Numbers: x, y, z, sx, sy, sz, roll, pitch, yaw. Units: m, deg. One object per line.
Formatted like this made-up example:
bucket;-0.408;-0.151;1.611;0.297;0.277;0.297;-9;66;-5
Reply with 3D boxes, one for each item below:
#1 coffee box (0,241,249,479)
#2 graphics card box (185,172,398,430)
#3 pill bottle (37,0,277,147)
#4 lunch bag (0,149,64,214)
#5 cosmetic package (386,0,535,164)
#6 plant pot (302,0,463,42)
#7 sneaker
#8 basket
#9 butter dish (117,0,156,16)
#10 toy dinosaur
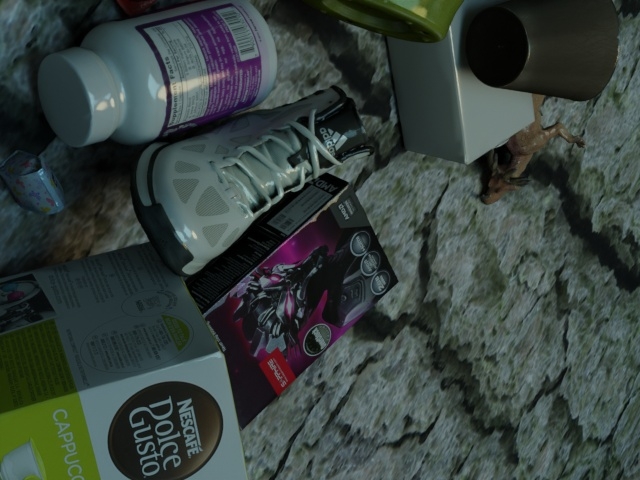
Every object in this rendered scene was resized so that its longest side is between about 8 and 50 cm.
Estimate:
coffee box;-0.289;0.246;1.596;0.334;0.338;0.337;-15;117;-14
graphics card box;-0.065;0.092;1.988;0.371;0.094;0.232;-42;129;-19
pill bottle;-0.219;-0.223;1.706;0.302;0.169;0.169;-23;118;-38
lunch bag;-0.373;-0.075;1.664;0.053;0.083;0.071;-45;129;-25
cosmetic package;0.229;-0.337;2.121;0.197;0.155;0.365;-31;123;-36
plant pot;0.121;-0.483;1.815;0.366;0.366;0.352;18;91;-46
sneaker;-0.078;-0.114;1.687;0.169;0.258;0.447;61;19;-12
basket;0.353;-0.315;2.039;0.227;0.154;0.204;-13;108;-42
butter dish;-0.215;-0.395;1.690;0.160;0.118;0.160;-49;132;-21
toy dinosaur;0.355;-0.211;2.319;0.200;0.127;0.295;-34;119;-24
